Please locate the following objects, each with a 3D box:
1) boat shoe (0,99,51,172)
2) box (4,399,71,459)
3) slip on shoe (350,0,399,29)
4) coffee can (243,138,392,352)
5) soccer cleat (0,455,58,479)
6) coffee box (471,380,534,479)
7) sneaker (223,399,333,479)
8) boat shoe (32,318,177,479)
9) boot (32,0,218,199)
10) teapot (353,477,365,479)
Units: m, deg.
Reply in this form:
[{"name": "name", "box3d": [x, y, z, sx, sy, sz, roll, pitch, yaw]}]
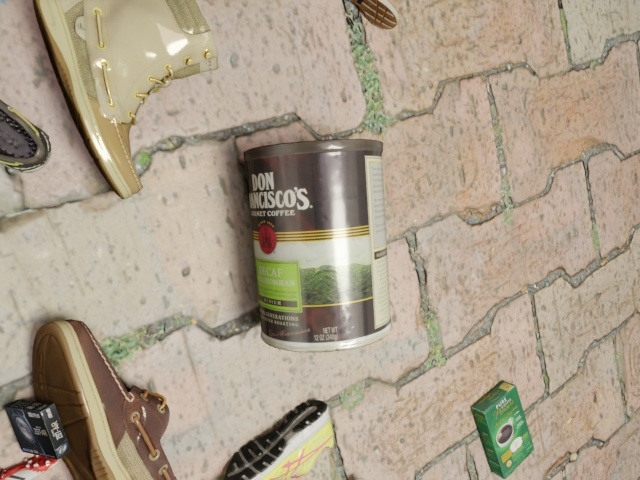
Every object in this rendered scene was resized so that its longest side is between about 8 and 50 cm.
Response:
[{"name": "boat shoe", "box3d": [-0.422, -0.158, 0.522, 0.228, 0.069, 0.081, 32, 78, -27]}, {"name": "box", "box3d": [-0.354, 0.235, 0.579, 0.018, 0.083, 0.067, -31, 111, -58]}, {"name": "slip on shoe", "box3d": [0.083, -0.419, 0.795, 0.136, 0.051, 0.041, 25, 69, -21]}, {"name": "coffee can", "box3d": [0.000, 0.000, 0.687, 0.202, 0.202, 0.275, -8, 97, -28]}, {"name": "soccer cleat", "box3d": [-0.383, 0.304, 0.598, 0.083, 0.029, 0.035, -15, 109, -24]}, {"name": "coffee box", "box3d": [0.407, 0.418, 1.027, 0.113, 0.040, 0.184, -29, 107, -25]}, {"name": "sneaker", "box3d": [-0.057, 0.357, 0.749, 0.209, 0.081, 0.094, -28, 108, -25]}, {"name": "boat shoe", "box3d": [-0.268, 0.253, 0.623, 0.123, 0.123, 0.341, -29, 101, -55]}, {"name": "boot", "box3d": [-0.227, -0.203, 0.615, 0.204, 0.095, 0.261, -22, 99, -27]}, {"name": "teapot", "box3d": [0.000, 0.567, 0.743, 0.256, 0.187, 0.252, -18, 76, -5]}]
